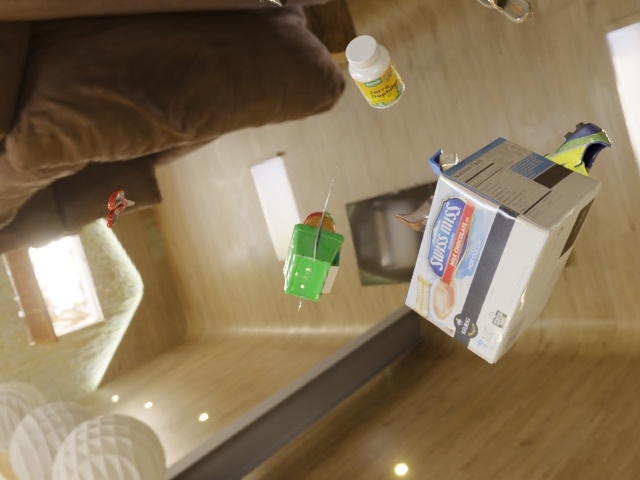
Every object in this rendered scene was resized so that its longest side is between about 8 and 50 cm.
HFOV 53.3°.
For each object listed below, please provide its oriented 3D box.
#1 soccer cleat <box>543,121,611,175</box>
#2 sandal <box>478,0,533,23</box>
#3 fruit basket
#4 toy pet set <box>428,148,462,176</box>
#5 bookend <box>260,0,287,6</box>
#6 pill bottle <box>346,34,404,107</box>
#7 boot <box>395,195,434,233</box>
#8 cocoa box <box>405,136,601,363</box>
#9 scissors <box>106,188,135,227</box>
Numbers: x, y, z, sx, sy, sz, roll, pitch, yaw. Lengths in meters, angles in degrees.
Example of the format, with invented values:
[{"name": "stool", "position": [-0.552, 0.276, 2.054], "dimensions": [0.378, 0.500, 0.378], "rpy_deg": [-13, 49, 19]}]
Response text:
[{"name": "soccer cleat", "position": [0.690, -0.202, 1.805], "dimensions": [0.093, 0.121, 0.289], "rpy_deg": [6, 131, -48]}, {"name": "sandal", "position": [0.442, -0.592, 1.555], "dimensions": [0.049, 0.180, 0.072], "rpy_deg": [9, 125, -48]}, {"name": "fruit basket", "position": [0.000, 0.000, 1.997], "dimensions": [0.165, 0.327, 0.353], "rpy_deg": [20, -135, 2]}, {"name": "toy pet set", "position": [0.313, -0.160, 1.577], "dimensions": [0.065, 0.114, 0.122], "rpy_deg": [-7, -128, 24]}, {"name": "bookend", "position": [-0.082, -0.733, 1.805], "dimensions": [0.157, 0.156, 0.072], "rpy_deg": [-54, 153, -7]}, {"name": "pill bottle", "position": [0.147, -0.464, 1.750], "dimensions": [0.118, 0.117, 0.208], "rpy_deg": [-15, 153, 19]}, {"name": "boot", "position": [0.236, -0.065, 1.462], "dimensions": [0.118, 0.087, 0.042], "rpy_deg": [31, 177, 42]}, {"name": "cocoa box", "position": [0.349, 0.016, 1.267], "dimensions": [0.228, 0.347, 0.231], "rpy_deg": [34, -135, 28]}, {"name": "scissors", "position": [-0.575, -0.117, 1.875], "dimensions": [0.021, 0.109, 0.297], "rpy_deg": [13, -163, -4]}]
